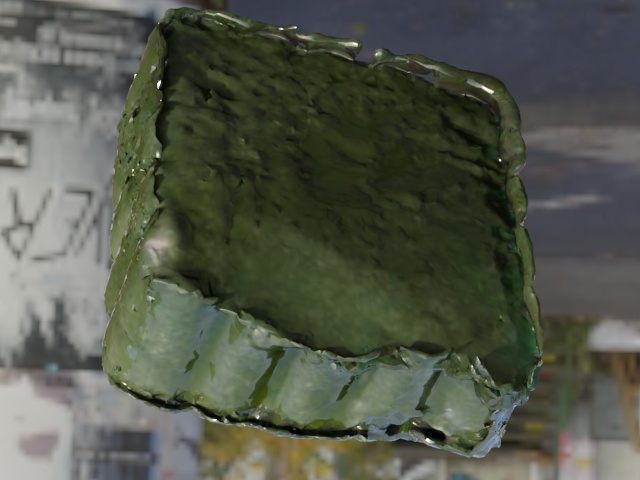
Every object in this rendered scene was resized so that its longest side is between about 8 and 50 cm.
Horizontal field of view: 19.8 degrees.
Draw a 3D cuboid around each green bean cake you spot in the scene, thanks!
[{"bbox_3d":[0.000,0.000,1.057,0.241,0.255,0.132,13,134,-17],"label":"green bean cake"}]
